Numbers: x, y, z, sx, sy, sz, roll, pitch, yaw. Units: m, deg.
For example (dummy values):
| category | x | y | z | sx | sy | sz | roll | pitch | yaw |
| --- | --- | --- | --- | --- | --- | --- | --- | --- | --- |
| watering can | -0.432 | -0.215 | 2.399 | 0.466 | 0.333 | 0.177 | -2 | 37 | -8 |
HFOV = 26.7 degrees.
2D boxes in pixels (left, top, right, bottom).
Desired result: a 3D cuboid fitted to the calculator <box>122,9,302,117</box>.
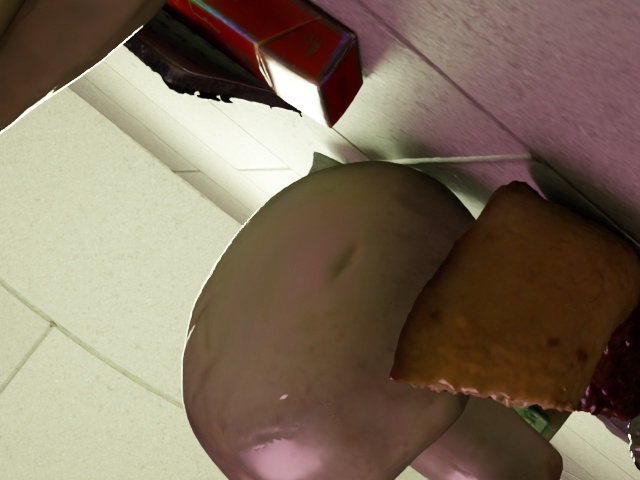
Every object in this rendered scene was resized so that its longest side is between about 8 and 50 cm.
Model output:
| category | x | y | z | sx | sy | sz | roll | pitch | yaw |
| --- | --- | --- | --- | --- | --- | --- | --- | --- | --- |
| calculator | -0.136 | -0.177 | 1.074 | 0.262 | 0.021 | 0.161 | 40 | -159 | 32 |

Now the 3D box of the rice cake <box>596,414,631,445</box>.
| category | x | y | z | sx | sy | sz | roll | pitch | yaw |
| --- | --- | --- | --- | --- | --- | --- | --- | --- | --- |
| rice cake | 0.368 | 0.221 | 1.400 | 0.270 | 0.049 | 0.055 | 39 | -164 | -6 |

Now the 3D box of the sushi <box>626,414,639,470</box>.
| category | x | y | z | sx | sy | sz | roll | pitch | yaw |
| --- | --- | --- | --- | --- | --- | --- | --- | --- | --- |
| sushi | 0.343 | 0.200 | 1.204 | 0.078 | 0.090 | 0.150 | 36 | 174 | -33 |

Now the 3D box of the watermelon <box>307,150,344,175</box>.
| category | x | y | z | sx | sy | sz | roll | pitch | yaw |
| --- | --- | --- | --- | --- | --- | --- | --- | --- | --- |
| watermelon | 0.000 | -0.022 | 1.372 | 0.098 | 0.158 | 0.121 | 44 | -162 | -52 |

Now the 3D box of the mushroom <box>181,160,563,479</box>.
| category | x | y | z | sx | sy | sz | roll | pitch | yaw |
| --- | --- | --- | --- | --- | --- | --- | --- | --- | --- |
| mushroom | 0.025 | 0.110 | 1.129 | 0.315 | 0.315 | 0.356 | 58 | -172 | -74 |

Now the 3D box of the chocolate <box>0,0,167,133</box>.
| category | x | y | z | sx | sy | sz | roll | pitch | yaw |
| --- | --- | --- | --- | --- | --- | --- | --- | --- | --- |
| chocolate | -0.213 | -0.160 | 0.562 | 0.297 | 0.326 | 0.314 | 43 | -155 | -19 |

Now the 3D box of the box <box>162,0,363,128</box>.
| category | x | y | z | sx | sy | sz | roll | pitch | yaw |
| --- | --- | --- | --- | --- | --- | --- | --- | --- | --- |
| box | -0.053 | -0.158 | 0.967 | 0.175 | 0.048 | 0.112 | 36 | 174 | 11 |

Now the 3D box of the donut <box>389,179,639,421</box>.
| category | x | y | z | sx | sy | sz | roll | pitch | yaw |
| --- | --- | --- | --- | --- | --- | --- | --- | --- | --- |
| donut | 0.164 | 0.049 | 0.913 | 0.112 | 0.151 | 0.295 | 20 | 180 | 24 |

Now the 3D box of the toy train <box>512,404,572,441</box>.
| category | x | y | z | sx | sy | sz | roll | pitch | yaw |
| --- | --- | --- | --- | --- | --- | --- | --- | --- | --- |
| toy train | 0.172 | 0.140 | 1.418 | 0.129 | 0.159 | 0.326 | 40 | 175 | -7 |
